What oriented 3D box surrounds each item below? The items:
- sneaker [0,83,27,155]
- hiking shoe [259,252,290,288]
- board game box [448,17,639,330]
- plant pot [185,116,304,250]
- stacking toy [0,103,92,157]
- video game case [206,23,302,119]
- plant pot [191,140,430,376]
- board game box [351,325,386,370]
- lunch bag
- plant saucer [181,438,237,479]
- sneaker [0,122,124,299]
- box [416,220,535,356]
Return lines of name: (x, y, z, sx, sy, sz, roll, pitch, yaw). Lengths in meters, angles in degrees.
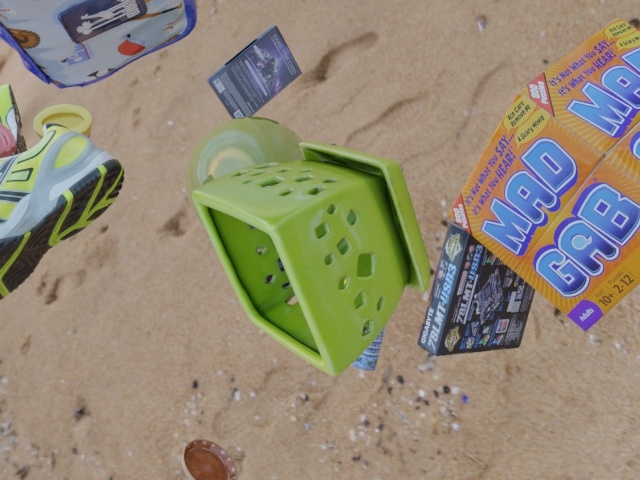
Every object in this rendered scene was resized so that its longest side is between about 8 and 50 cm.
sneaker: (-0.801, -0.255, 1.738, 0.121, 0.111, 0.299, -15, 58, -13)
hiking shoe: (-0.165, 0.010, 1.888, 0.113, 0.304, 0.132, -27, 38, -13)
board game box: (0.537, -0.125, 1.339, 0.356, 0.356, 0.356, 43, 58, 17)
plant pot: (-0.125, -0.086, 1.340, 0.274, 0.275, 0.293, -52, 15, 7)
stacking toy: (-0.626, -0.144, 1.487, 0.309, 0.130, 0.279, -10, 50, -15)
video game case: (-0.201, -0.512, 2.195, 0.274, 0.196, 0.026, -43, 46, -9)
plant pot: (0.000, 0.000, 0.916, 0.207, 0.228, 0.227, -34, 30, -22)
board game box: (0.056, 0.176, 1.614, 0.194, 0.060, 0.194, 16, 97, 38)
lunch bag: (-0.232, -0.372, 0.759, 0.239, 0.328, 0.385, 30, 81, 1)
plant saucer: (-0.150, 0.304, 0.941, 0.013, 0.084, 0.083, -51, 50, 22)
sneaker: (-0.478, -0.025, 1.038, 0.147, 0.145, 0.385, 41, 62, 12)
box: (0.372, 0.108, 1.587, 0.073, 0.294, 0.295, 28, 111, 51)
